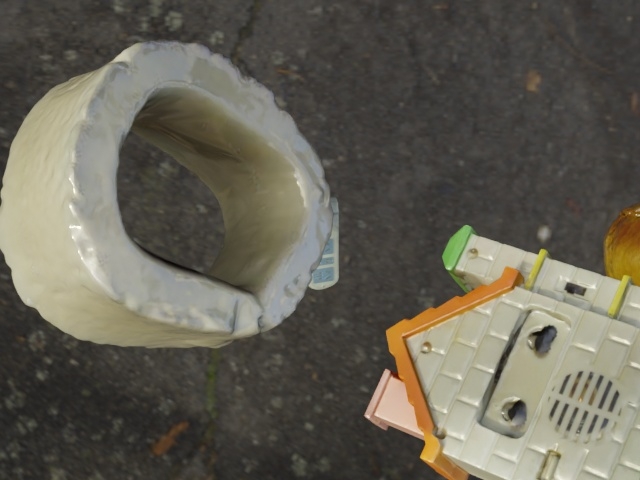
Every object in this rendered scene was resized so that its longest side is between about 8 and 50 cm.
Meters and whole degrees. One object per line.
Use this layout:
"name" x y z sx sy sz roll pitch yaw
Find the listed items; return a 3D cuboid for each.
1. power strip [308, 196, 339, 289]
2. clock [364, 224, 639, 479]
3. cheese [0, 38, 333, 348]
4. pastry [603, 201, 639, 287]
"power strip" 0.000 0.000 1.538 0.047 0.030 0.191 -8 142 -5
"clock" 0.181 0.125 1.003 0.220 0.255 0.106 -63 148 -12
"cheese" -0.148 -0.031 1.249 0.332 0.153 0.292 25 63 -36
"pastry" 0.513 0.065 1.513 0.356 0.356 0.164 26 85 -34
